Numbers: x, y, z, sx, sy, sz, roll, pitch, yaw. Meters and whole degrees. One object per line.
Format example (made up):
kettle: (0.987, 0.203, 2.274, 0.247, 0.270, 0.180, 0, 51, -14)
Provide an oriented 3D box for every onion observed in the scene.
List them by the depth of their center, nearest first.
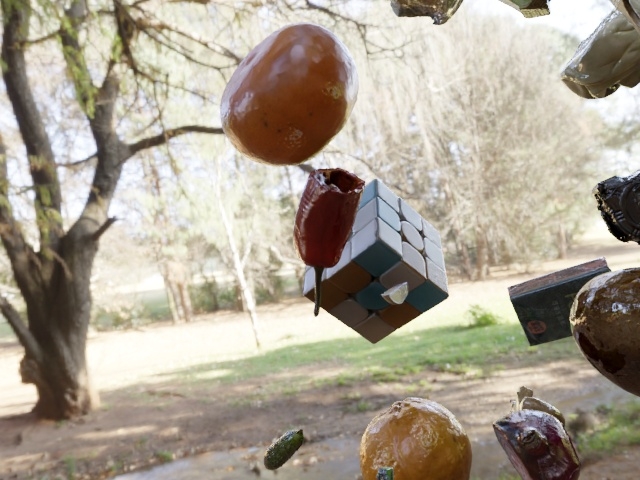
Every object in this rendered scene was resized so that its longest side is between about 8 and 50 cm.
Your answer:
onion: (0.470, 0.443, 1.209, 0.140, 0.195, 0.218, -21, -43, 4)

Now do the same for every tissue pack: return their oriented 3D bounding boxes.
tissue pack: (0.797, 0.202, 1.825, 0.316, 0.228, 0.103, -21, 27, 20)

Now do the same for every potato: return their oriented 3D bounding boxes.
potato: (0.168, 0.126, 1.268, 0.037, 0.036, 0.093, -21, 1, 37)

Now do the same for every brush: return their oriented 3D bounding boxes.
brush: (0.572, -0.421, 1.039, 0.021, 0.196, 0.070, -32, -12, 17)

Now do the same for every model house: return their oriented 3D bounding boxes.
model house: (0.649, -0.793, 1.688, 0.214, 0.189, 0.195, -52, -17, 20)

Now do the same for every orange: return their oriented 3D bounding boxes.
orange: (-0.081, -0.400, 1.598, 0.326, 0.423, 0.424, 38, -32, -28)
orange: (0.277, 0.628, 1.675, 0.341, 0.293, 0.340, -20, -12, -4)

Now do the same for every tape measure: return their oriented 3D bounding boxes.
tape measure: (0.768, -0.088, 1.321, 0.199, 0.186, 0.112, -27, -7, 12)

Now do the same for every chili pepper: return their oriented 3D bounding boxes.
chili pepper: (0.000, -0.003, 1.322, 0.131, 0.338, 0.134, 26, 34, 22)

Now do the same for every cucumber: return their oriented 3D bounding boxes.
cucumber: (-0.103, 0.588, 1.585, 0.069, 0.069, 0.227, -5, -36, -40)

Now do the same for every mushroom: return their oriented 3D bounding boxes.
mushroom: (0.682, 0.197, 1.106, 0.345, 0.239, 0.345, 8, -33, 5)
mushroom: (0.666, 0.540, 1.721, 0.151, 0.156, 0.285, 10, -15, 15)

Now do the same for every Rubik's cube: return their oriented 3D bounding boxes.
Rubik's cube: (0.182, 0.073, 1.885, 0.344, 0.347, 0.347, 38, -56, -23)

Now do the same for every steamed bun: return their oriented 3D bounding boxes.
steamed bun: (0.219, -0.584, 1.278, 0.200, 0.225, 0.170, -23, -38, -36)
steamed bun: (1.010, -0.627, 1.905, 0.346, 0.237, 0.394, -53, -5, 22)

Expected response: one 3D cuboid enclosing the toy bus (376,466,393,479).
toy bus: (0.157, 0.586, 1.338, 0.031, 0.083, 0.037, -12, -16, 39)
